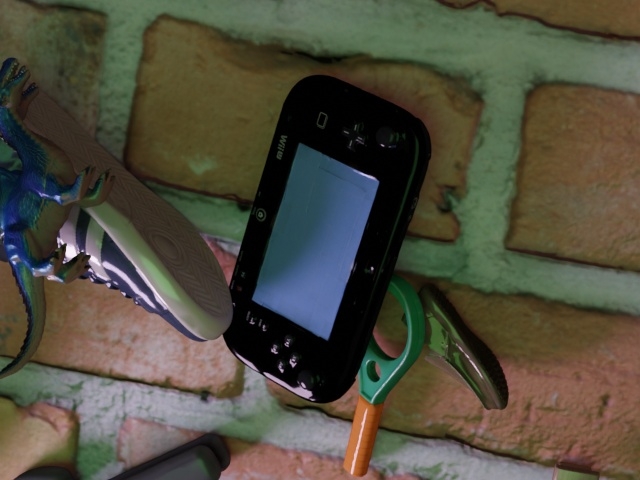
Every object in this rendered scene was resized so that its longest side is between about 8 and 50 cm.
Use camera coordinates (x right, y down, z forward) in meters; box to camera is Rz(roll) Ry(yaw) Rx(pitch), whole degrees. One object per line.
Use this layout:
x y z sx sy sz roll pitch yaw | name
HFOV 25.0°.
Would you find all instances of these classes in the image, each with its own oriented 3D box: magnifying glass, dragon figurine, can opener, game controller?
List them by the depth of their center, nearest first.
-0.291 -0.023 1.376 0.144 0.085 0.289 17 94 16 | dragon figurine
0.000 0.000 1.442 0.166 0.067 0.319 24 109 19 | game controller
0.056 0.141 1.486 0.092 0.026 0.231 37 127 42 | magnifying glass
-0.233 0.273 1.579 0.280 0.074 0.093 -22 99 17 | can opener

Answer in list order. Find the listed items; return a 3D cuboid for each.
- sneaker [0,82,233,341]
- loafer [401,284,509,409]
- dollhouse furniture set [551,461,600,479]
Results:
-0.245 -0.001 1.481 0.350 0.131 0.148 45 108 8 | sneaker
0.137 0.114 1.464 0.050 0.056 0.148 -37 84 21 | loafer
0.354 0.432 1.429 0.303 0.174 0.356 8 107 4 | dollhouse furniture set
